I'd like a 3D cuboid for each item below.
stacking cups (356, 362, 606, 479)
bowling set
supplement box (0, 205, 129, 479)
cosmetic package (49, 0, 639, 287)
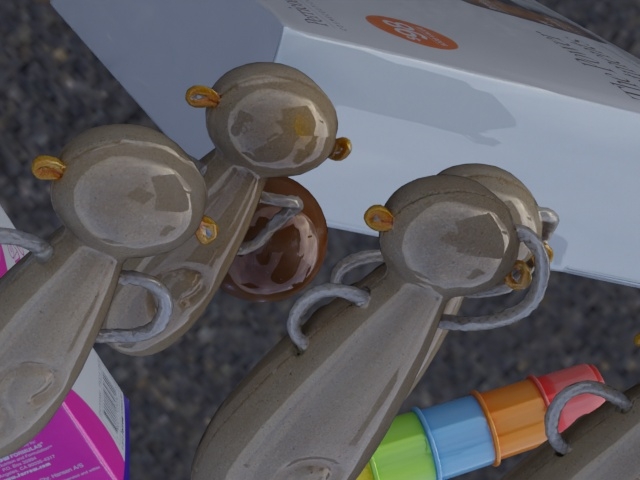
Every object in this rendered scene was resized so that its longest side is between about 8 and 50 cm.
[{"bbox_3d":[0.132,0.199,1.919,0.316,0.096,0.096,-15,131,-12],"label":"stacking cups"},{"bbox_3d":[0.000,0.000,0.693,0.287,0.200,0.154,22,119,-29],"label":"bowling set"},{"bbox_3d":[-0.232,0.092,1.373,0.114,0.111,0.220,-20,125,9],"label":"supplement box"},{"bbox_3d":[0.034,-0.094,1.054,0.284,0.377,0.097,9,107,-24],"label":"cosmetic package"}]
